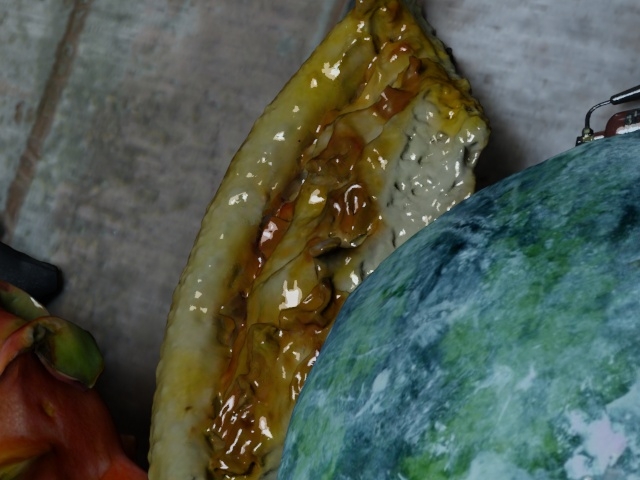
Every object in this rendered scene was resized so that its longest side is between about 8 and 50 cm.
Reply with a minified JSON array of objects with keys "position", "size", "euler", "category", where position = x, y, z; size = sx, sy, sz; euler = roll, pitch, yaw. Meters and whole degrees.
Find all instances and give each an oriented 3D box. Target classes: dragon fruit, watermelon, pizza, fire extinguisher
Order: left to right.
[{"position":[-0.215,0.166,0.980],"size":[0.305,0.225,0.305],"euler":[-163,90,-72],"category":"dragon fruit"},{"position":[0.000,0.000,0.928],"size":[0.182,0.074,0.365],"euler":[0,58,53],"category":"pizza"},{"position":[0.179,-0.071,0.913],"size":[0.100,0.032,0.046],"euler":[-9,82,25],"category":"fire extinguisher"},{"position":[0.158,0.104,0.762],"size":[0.387,0.258,0.228],"euler":[-25,37,8],"category":"watermelon"}]

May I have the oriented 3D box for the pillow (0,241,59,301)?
[{"position":[-0.319,0.065,1.140],"size":[0.250,0.186,0.106],"euler":[-51,14,12],"category":"pillow"}]
